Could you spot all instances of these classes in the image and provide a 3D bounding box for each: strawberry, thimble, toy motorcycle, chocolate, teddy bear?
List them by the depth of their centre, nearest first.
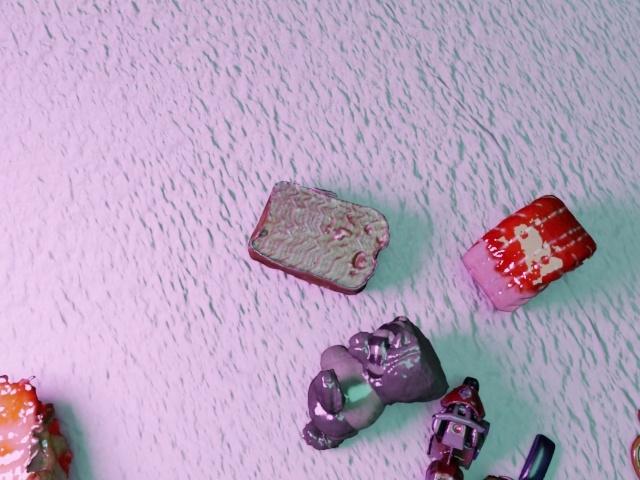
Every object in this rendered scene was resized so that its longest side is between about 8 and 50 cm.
[{"bbox_3d":[-0.490,0.364,0.928,0.280,0.150,0.253,-28,56,-6],"label":"strawberry"},{"bbox_3d":[0.204,0.307,0.966,0.082,0.122,0.213,14,75,19],"label":"toy motorcycle"},{"bbox_3d":[0.063,0.203,0.976,0.251,0.171,0.144,-23,56,-1],"label":"teddy bear"},{"bbox_3d":[0.333,0.022,1.027,0.189,0.163,0.125,-33,76,-10],"label":"thimble"},{"bbox_3d":[0.000,0.000,1.062,0.214,0.093,0.148,21,77,5],"label":"chocolate"}]

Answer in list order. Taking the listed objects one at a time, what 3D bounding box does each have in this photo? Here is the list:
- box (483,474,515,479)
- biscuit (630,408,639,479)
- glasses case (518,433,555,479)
[{"bbox_3d":[0.212,0.606,0.878,0.420,0.138,0.373,-34,78,-9],"label":"box"},{"bbox_3d":[0.558,0.323,1.019,0.124,0.026,0.175,9,75,1],"label":"biscuit"},{"bbox_3d":[0.343,0.348,1.009,0.033,0.023,0.083,27,76,8],"label":"glasses case"}]
